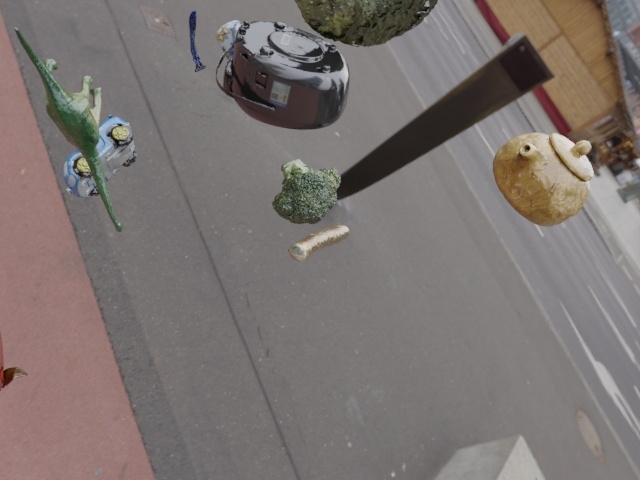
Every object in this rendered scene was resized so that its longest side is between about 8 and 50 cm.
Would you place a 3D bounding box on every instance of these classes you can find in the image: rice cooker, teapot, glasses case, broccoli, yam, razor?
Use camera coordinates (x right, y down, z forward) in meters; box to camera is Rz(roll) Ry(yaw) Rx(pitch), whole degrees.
[{"bbox_3d":[-0.053,-0.249,0.662,0.202,0.118,0.142,15,55,-6],"label":"rice cooker"},{"bbox_3d":[0.485,-0.144,0.906,0.311,0.167,0.204,5,56,-37],"label":"teapot"},{"bbox_3d":[-0.186,-0.459,1.173,0.248,0.086,0.065,61,13,-20],"label":"glasses case"},{"bbox_3d":[-0.029,-0.099,0.911,0.162,0.145,0.138,4,56,-58],"label":"broccoli"},{"bbox_3d":[0.000,0.000,1.378,0.066,0.066,0.299,59,34,5],"label":"yam"},{"bbox_3d":[-0.336,-0.533,1.166,0.028,0.155,0.044,23,45,18],"label":"razor"}]

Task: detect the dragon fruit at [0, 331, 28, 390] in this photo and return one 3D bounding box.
[{"bbox_3d":[-0.594,0.157,0.710,0.344,0.282,0.100,62,23,0],"label":"dragon fruit"}]

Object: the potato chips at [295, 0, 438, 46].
[{"bbox_3d":[0.065,-0.334,0.568,0.219,0.202,0.029,-6,69,-16],"label":"potato chips"}]

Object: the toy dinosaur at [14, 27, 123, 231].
[{"bbox_3d":[-0.546,-0.217,0.968,0.447,0.086,0.301,77,11,-75],"label":"toy dinosaur"}]

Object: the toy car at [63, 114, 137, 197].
[{"bbox_3d":[-0.776,-0.293,1.510,0.165,0.198,0.314,36,67,-2],"label":"toy car"}]
